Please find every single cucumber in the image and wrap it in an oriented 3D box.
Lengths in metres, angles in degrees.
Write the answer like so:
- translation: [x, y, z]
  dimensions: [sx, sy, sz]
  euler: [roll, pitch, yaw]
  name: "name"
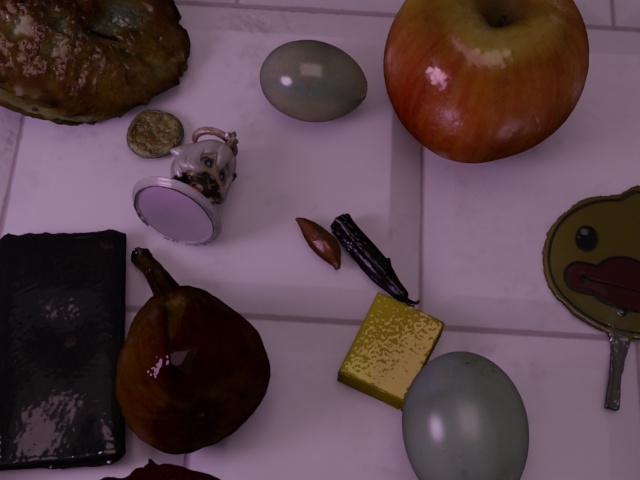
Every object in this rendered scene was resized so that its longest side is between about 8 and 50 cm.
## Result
- translation: [0.074, 0.031, 1.434]
  dimensions: [0.039, 0.043, 0.163]
  euler: [-34, 73, -24]
  name: "cucumber"

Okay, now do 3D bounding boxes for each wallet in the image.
- translation: [-0.332, 0.133, 1.372]
  dimensions: [0.171, 0.044, 0.321]
  euler: [-5, 62, -1]
  name: "wallet"

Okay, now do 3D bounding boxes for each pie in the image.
- translation: [-0.360, -0.303, 1.524]
  dimensions: [0.355, 0.103, 0.288]
  euler: [12, 65, -19]
  name: "pie"
- translation: [-0.233, -0.149, 1.519]
  dimensions: [0.084, 0.021, 0.084]
  euler: [2, 61, -4]
  name: "pie"

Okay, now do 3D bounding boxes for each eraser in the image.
- translation: [0.089, 0.142, 1.377]
  dimensions: [0.097, 0.045, 0.122]
  euler: [26, 67, 10]
  name: "eraser"

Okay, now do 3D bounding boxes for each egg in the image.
- translation: [-0.009, -0.222, 1.508]
  dimensions: [0.152, 0.114, 0.114]
  euler: [12, 65, 2]
  name: "egg"
- translation: [0.172, 0.227, 1.282]
  dimensions: [0.149, 0.149, 0.192]
  euler: [-3, 66, -3]
  name: "egg"

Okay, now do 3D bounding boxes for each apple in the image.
- translation: [0.219, -0.241, 1.459]
  dimensions: [0.286, 0.233, 0.286]
  euler: [1, 61, -2]
  name: "apple"

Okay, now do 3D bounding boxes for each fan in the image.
- translation: [0.405, 0.069, 1.439]
  dimensions: [0.230, 0.011, 0.335]
  euler: [13, 63, 5]
  name: "fan"

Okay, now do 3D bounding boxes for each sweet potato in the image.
- translation: [0.000, 0.000, 1.448]
  dimensions: [0.034, 0.034, 0.095]
  euler: [-36, 73, -16]
  name: "sweet potato"

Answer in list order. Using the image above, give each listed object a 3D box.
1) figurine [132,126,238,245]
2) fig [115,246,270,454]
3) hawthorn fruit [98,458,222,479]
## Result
- translation: [-0.168, -0.086, 1.449]
  dimensions: [0.132, 0.132, 0.153]
  euler: [19, 54, 8]
  name: "figurine"
- translation: [-0.193, 0.115, 1.317]
  dimensions: [0.191, 0.190, 0.290]
  euler: [-33, 70, -15]
  name: "fig"
- translation: [-0.168, 0.392, 1.143]
  dimensions: [0.265, 0.265, 0.307]
  euler: [-20, 74, -10]
  name: "hawthorn fruit"
